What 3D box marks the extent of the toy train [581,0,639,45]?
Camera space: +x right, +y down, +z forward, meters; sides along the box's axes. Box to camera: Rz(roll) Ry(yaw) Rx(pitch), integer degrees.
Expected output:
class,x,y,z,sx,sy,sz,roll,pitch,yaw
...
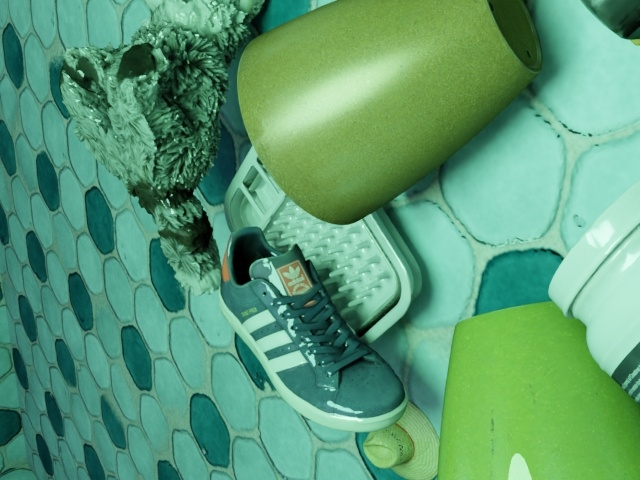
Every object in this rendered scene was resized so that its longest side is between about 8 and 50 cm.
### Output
class,x,y,z,sx,sy,sz,roll,pitch,yaw
toy train,0.296,-0.257,0.413,0.142,0.190,0.334,60,140,15

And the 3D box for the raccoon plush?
class,x,y,z,sx,sy,sz,roll,pitch,yaw
raccoon plush,-0.185,-0.182,1.020,0.216,0.299,0.447,19,135,36

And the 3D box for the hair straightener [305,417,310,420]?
class,x,y,z,sx,sy,sz,roll,pitch,yaw
hair straightener,-0.042,0.181,1.098,0.089,0.047,0.231,-19,88,52

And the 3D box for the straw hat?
class,x,y,z,sx,sy,sz,roll,pitch,yaw
straw hat,0.097,0.290,0.957,0.144,0.061,0.145,22,120,44

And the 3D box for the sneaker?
class,x,y,z,sx,sy,sz,roll,pitch,yaw
sneaker,-0.024,0.097,0.869,0.350,0.131,0.148,34,132,38

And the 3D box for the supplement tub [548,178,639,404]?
class,x,y,z,sx,sy,sz,roll,pitch,yaw
supplement tub,0.328,0.079,0.495,0.272,0.191,0.191,49,136,27

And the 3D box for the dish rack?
class,x,y,z,sx,sy,sz,roll,pitch,yaw
dish rack,0.000,0.000,0.962,0.333,0.072,0.285,59,139,18

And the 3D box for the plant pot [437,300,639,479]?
class,x,y,z,sx,sy,sz,roll,pitch,yaw
plant pot,0.224,0.213,0.645,0.274,0.274,0.294,-27,66,51

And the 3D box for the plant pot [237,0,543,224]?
class,x,y,z,sx,sy,sz,roll,pitch,yaw
plant pot,0.084,-0.170,0.700,0.254,0.237,0.237,-24,84,37
